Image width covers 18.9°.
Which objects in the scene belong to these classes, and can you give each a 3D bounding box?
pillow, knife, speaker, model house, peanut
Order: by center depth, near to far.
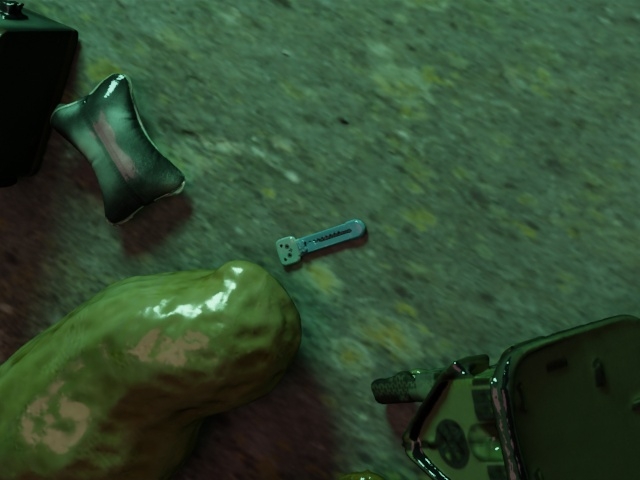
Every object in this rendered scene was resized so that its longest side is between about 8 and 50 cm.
[{"bbox_3d":[0.163,0.196,1.722,0.278,0.204,0.218,-12,89,54],"label":"model house"},{"bbox_3d":[0.000,0.000,1.834,0.096,0.010,0.027,-18,89,24],"label":"knife"},{"bbox_3d":[-0.184,0.145,1.844,0.387,0.169,0.192,-34,88,22],"label":"peanut"},{"bbox_3d":[-0.200,-0.089,1.885,0.091,0.055,0.136,-27,87,-8],"label":"pillow"},{"bbox_3d":[-0.392,-0.171,1.907,0.231,0.153,0.193,23,105,20],"label":"speaker"}]

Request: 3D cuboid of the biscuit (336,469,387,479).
[{"bbox_3d":[0.076,0.362,1.796,0.197,0.049,0.302,18,114,47],"label":"biscuit"}]
